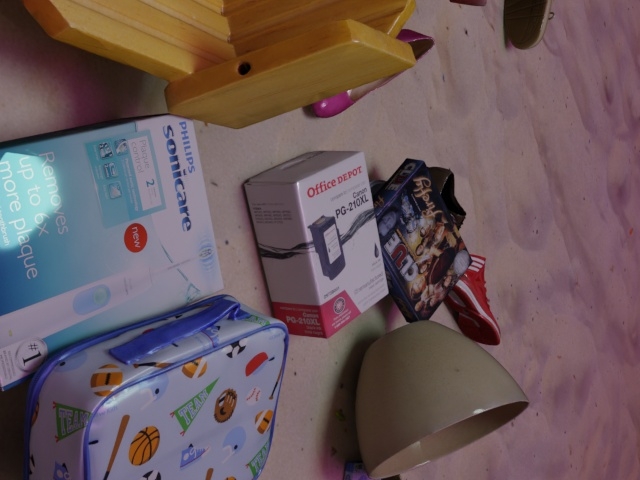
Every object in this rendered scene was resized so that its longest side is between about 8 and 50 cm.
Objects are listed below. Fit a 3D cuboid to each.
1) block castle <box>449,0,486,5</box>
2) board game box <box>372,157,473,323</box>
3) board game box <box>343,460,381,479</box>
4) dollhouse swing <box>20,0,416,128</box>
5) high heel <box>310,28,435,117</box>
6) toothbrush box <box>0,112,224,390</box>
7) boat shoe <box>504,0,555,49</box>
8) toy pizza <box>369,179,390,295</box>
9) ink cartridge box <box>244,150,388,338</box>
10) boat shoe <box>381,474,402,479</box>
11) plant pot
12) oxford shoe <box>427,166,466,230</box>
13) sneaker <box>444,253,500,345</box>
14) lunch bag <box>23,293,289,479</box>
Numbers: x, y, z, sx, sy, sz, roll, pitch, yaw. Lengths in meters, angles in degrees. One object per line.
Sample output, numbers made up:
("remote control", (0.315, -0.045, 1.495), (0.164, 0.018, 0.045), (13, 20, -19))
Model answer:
("block castle", (0.196, -0.596, 1.151), (0.303, 0.213, 0.453), (-80, 169, -56))
("board game box", (0.160, 0.007, 1.345), (0.165, 0.042, 0.243), (-49, 128, -22))
("board game box", (0.070, 0.421, 1.351), (0.090, 0.020, 0.090), (17, 78, -51))
("dollhouse swing", (-0.106, -0.340, 0.809), (0.305, 0.315, 0.346), (31, 43, -70))
("high heel", (0.083, -0.265, 1.256), (0.244, 0.117, 0.082), (-42, 124, -42))
("toothbrush box", (-0.260, -0.005, 0.831), (0.296, 0.126, 0.216), (-24, 110, -50))
("boat shoe", (0.473, -0.550, 1.746), (0.089, 0.105, 0.285), (14, 80, -48))
("toy pizza", (0.096, -0.003, 1.355), (0.201, 0.032, 0.201), (0, 91, -51))
("ink cartridge box", (0.000, 0.000, 1.178), (0.172, 0.100, 0.237), (-31, 115, -47))
("boat shoe", (0.122, 0.470, 1.396), (0.045, 0.050, 0.135), (26, 76, -74))
("plant pot", (0.169, 0.245, 1.309), (0.284, 0.284, 0.190), (9, 48, -51))
("oxford shoe", (0.218, -0.022, 1.458), (0.083, 0.096, 0.227), (-21, 110, -51))
("sneaker", (0.325, 0.110, 1.608), (0.221, 0.087, 0.128), (55, 53, -39))
("lunch bag", (-0.160, 0.185, 0.838), (0.303, 0.115, 0.243), (-19, 123, -51))
